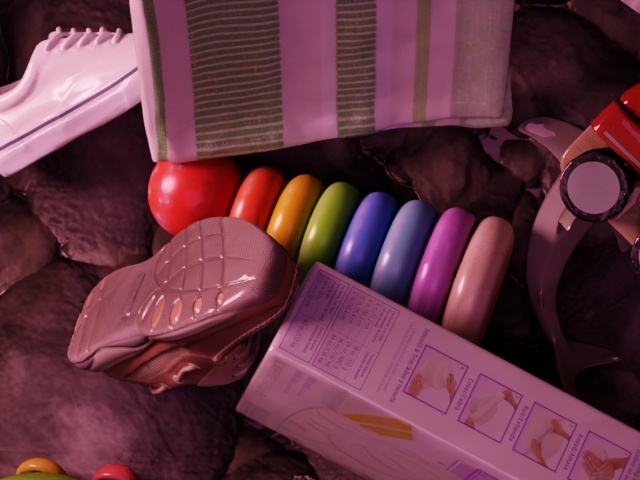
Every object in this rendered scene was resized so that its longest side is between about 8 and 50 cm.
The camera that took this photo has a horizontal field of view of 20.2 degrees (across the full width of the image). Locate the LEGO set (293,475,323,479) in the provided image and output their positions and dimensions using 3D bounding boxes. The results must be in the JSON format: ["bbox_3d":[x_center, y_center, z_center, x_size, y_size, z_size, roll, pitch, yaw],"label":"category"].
[{"bbox_3d":[-0.016,0.267,1.742,0.054,0.023,0.083,28,94,-3],"label":"LEGO set"}]

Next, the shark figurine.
[{"bbox_3d":[0.225,0.003,1.585,0.166,0.116,0.278,21,106,3],"label":"shark figurine"}]

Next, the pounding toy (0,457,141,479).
[{"bbox_3d":[-0.256,0.273,1.748,0.183,0.110,0.237,32,137,-13],"label":"pounding toy"}]

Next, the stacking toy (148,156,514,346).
[{"bbox_3d":[0.000,0.000,1.615,0.330,0.141,0.141,18,107,9],"label":"stacking toy"}]

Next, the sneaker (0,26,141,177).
[{"bbox_3d":[-0.211,-0.152,1.611,0.258,0.094,0.091,-30,104,15],"label":"sneaker"}]

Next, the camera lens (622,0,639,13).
[{"bbox_3d":[0.324,-0.294,1.330,0.219,0.219,0.274,33,111,-2],"label":"camera lens"}]

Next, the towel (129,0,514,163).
[{"bbox_3d":[0.005,-0.170,1.518,0.324,0.038,0.248,-6,137,-2],"label":"towel"}]

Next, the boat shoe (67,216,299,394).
[{"bbox_3d":[-0.104,0.067,1.593,0.116,0.324,0.123,33,64,-23],"label":"boat shoe"}]

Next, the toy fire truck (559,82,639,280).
[{"bbox_3d":[0.336,-0.064,1.408,0.217,0.158,0.246,45,110,7],"label":"toy fire truck"}]

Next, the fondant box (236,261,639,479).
[{"bbox_3d":[0.101,0.163,1.579,0.330,0.238,0.096,27,71,0],"label":"fondant box"}]
